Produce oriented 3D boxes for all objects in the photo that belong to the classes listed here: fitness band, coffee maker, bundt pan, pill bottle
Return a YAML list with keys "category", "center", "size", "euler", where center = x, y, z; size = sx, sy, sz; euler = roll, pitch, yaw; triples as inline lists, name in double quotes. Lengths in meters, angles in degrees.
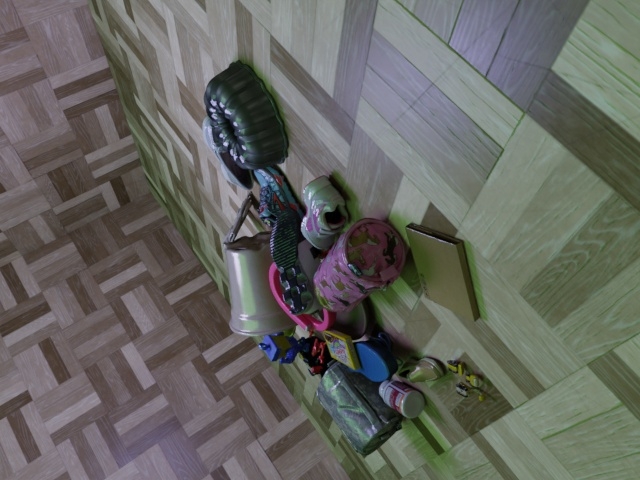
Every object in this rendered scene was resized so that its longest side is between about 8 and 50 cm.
- category: "fitness band"
  center: [-0.063, 0.177, 1.807]
  size: [0.290, 0.054, 0.209]
  euler: [40, 137, 28]
- category: "coffee maker"
  center: [-0.008, 0.464, 2.277]
  size: [0.178, 0.120, 0.172]
  euler: [22, 110, 57]
- category: "bundt pan"
  center: [-0.237, -0.352, 1.631]
  size: [0.331, 0.124, 0.331]
  euler: [48, 156, 29]
- category: "pill bottle"
  center: [0.251, 0.492, 1.727]
  size: [0.152, 0.086, 0.086]
  euler: [12, 130, 64]

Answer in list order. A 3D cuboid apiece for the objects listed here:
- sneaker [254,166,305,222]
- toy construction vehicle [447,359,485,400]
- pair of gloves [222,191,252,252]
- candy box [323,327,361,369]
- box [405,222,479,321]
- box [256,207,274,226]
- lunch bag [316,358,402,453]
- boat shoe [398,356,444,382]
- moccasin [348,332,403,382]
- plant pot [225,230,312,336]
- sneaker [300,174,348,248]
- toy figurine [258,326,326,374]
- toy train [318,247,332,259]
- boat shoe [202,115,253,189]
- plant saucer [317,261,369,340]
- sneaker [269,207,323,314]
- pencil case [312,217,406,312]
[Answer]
- category: "sneaker"
  center: [-0.149, -0.122, 1.740]
  size: [0.262, 0.125, 0.104]
  euler: [57, 159, 5]
- category: "toy construction vehicle"
  center: [0.361, 0.342, 1.351]
  size: [0.098, 0.035, 0.086]
  euler: [16, 122, 58]
- category: "pair of gloves"
  center: [-0.328, -0.065, 2.149]
  size: [0.042, 0.204, 0.240]
  euler: [27, 155, -6]
- category: "candy box"
  center: [0.064, 0.339, 1.742]
  size: [0.105, 0.027, 0.206]
  euler: [69, 162, -6]
- category: "box"
  center: [0.265, 0.068, 1.200]
  size: [0.164, 0.021, 0.201]
  euler: [26, 142, 56]
- category: "box"
  center: [-0.180, -0.092, 1.959]
  size: [0.083, 0.052, 0.062]
  euler: [25, 141, 58]
- category: "lunch bag"
  center: [0.134, 0.562, 1.878]
  size: [0.305, 0.212, 0.256]
  euler: [50, 170, 25]
- category: "boat shoe"
  center: [0.274, 0.369, 1.522]
  size: [0.068, 0.072, 0.190]
  euler: [58, 159, 4]
- category: "moccasin"
  center: [0.165, 0.343, 1.689]
  size: [0.342, 0.116, 0.138]
  euler: [171, 81, -73]
- category: "plant pot"
  center: [-0.207, 0.140, 2.031]
  size: [0.333, 0.333, 0.306]
  euler: [19, 124, 60]
- category: "sneaker"
  center: [0.015, -0.052, 1.494]
  size: [0.111, 0.102, 0.252]
  euler: [48, 157, 32]
- category: "toy figurine"
  center: [-0.154, 0.381, 2.195]
  size: [0.362, 0.217, 0.191]
  euler: [48, 129, 47]
- category: "toy train"
  center: [0.000, 0.000, 1.689]
  size: [0.166, 0.046, 0.125]
  euler: [60, 150, 3]
- category: "boat shoe"
  center: [-0.305, -0.304, 1.877]
  size: [0.103, 0.118, 0.321]
  euler: [37, 155, 33]
- category: "plant saucer"
  center: [0.057, 0.189, 1.750]
  size: [0.277, 0.041, 0.278]
  euler: [33, 139, 35]
- category: "sneaker"
  center: [-0.056, 0.064, 1.671]
  size: [0.122, 0.146, 0.331]
  euler: [-21, 72, 36]
- category: "pencil case"
  center: [0.088, 0.079, 1.437]
  size: [0.160, 0.167, 0.386]
  euler: [23, 159, -5]
